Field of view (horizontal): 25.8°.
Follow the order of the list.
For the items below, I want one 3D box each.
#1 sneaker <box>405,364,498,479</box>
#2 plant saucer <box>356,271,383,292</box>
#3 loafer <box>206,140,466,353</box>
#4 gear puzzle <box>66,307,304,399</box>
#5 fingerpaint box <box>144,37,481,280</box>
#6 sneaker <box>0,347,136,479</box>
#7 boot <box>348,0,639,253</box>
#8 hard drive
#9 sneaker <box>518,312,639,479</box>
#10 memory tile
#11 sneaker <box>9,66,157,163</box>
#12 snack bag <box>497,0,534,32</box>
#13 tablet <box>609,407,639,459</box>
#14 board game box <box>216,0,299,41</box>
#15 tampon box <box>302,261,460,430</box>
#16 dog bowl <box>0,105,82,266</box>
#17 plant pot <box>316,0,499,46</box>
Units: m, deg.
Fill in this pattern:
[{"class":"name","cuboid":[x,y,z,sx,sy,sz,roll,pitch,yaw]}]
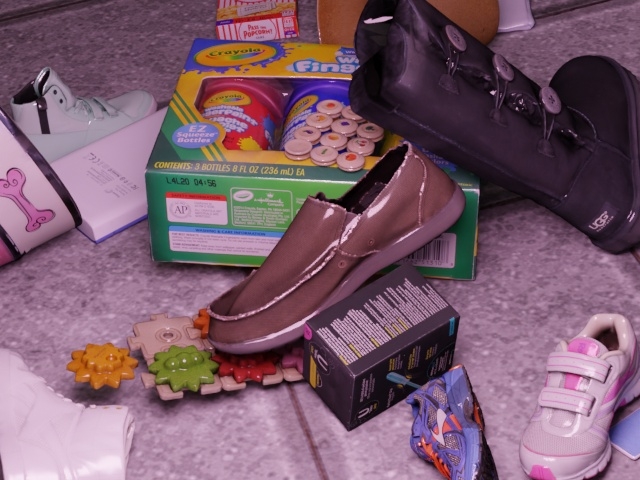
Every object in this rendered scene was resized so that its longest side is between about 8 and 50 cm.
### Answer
[{"class":"sneaker","cuboid":[0.147,0.236,1.585,0.087,0.083,0.221,-20,29,8]},{"class":"plant saucer","cuboid":[0.045,0.062,1.884,0.083,0.015,0.083,-5,36,4]},{"class":"loafer","cuboid":[0.000,0.000,1.715,0.366,0.130,0.134,-36,24,-11]},{"class":"gear puzzle","cuboid":[-0.152,0.126,1.758,0.339,0.044,0.175,-7,34,-19]},{"class":"fingerpaint box","cuboid":[0.007,-0.128,1.987,0.445,0.163,0.371,4,37,6]},{"class":"sneaker","cuboid":[-0.311,0.224,1.687,0.169,0.108,0.292,-5,31,-17]},{"class":"boot","cuboid":[0.235,-0.209,1.866,0.445,0.146,0.367,25,36,-24]},{"class":"hard drive","cuboid":[-0.267,-0.119,2.182,0.319,0.040,0.210,-29,41,-25]},{"class":"sneaker","cuboid":[0.292,0.171,1.590,0.103,0.111,0.252,6,37,30]},{"class":"memory tile","cuboid":[0.025,-0.142,1.859,0.113,0.012,0.148,14,40,18]},{"class":"sneaker","cuboid":[-0.379,-0.221,2.253,0.256,0.151,0.094,-30,39,-29]},{"class":"snack bag","cuboid":[0.215,-0.448,2.532,0.343,0.037,0.323,-4,36,8]},{"class":"tablet","cuboid":[0.369,0.218,1.606,0.083,0.006,0.054,-28,39,-26]},{"class":"board game box","cuboid":[-0.114,-0.427,2.568,0.147,0.045,0.193,-7,36,3]},{"class":"tampon box","cuboid":[0.070,0.127,1.682,0.161,0.120,0.101,-28,56,-24]},{"class":"dog bowl","cuboid":[-0.529,-0.127,1.977,0.150,0.408,0.408,-44,46,-14]},{"class":"plant pot","cuboid":[0.155,-0.363,2.296,0.254,0.237,0.237,-11,34,-24]}]
